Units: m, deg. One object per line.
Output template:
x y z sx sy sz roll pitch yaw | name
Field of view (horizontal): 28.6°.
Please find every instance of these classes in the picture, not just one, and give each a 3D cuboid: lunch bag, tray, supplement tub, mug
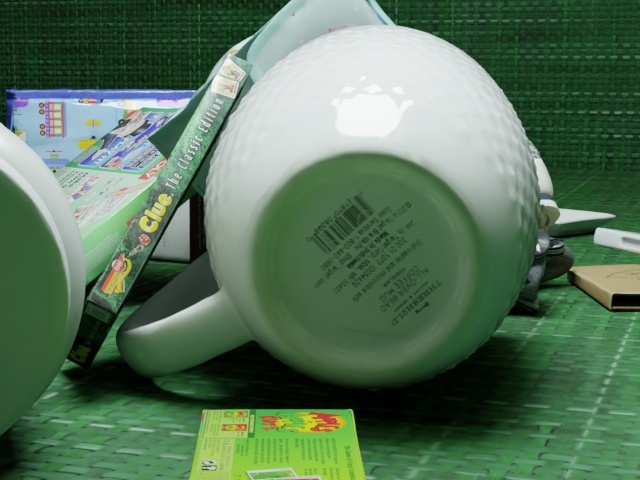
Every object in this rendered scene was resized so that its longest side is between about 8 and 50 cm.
-0.329 -0.109 1.831 0.293 0.221 0.138 -2 8 -22 | lunch bag
0.323 -0.035 2.019 0.145 0.030 0.270 -5 9 -40 | tray
-0.286 0.015 0.851 0.235 0.235 0.325 -2 8 -17 | supplement tub
0.000 0.000 1.021 0.374 0.276 0.328 -29 11 10 | mug
-0.001 -0.117 1.247 0.262 0.223 0.160 -37 10 33 | lunch bag

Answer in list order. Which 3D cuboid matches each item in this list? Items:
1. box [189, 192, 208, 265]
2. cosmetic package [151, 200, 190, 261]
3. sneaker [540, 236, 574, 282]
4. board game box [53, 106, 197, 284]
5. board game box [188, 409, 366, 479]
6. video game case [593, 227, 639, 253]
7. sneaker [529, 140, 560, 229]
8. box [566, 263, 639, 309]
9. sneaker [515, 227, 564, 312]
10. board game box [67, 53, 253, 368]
-0.032 -0.038 1.505 0.203 0.168 0.167 7 9 40 | box
-0.172 -0.055 1.696 0.183 0.151 0.151 5 8 26 | cosmetic package
0.221 0.037 1.427 0.166 0.065 0.076 -6 26 -20 | sneaker
-0.247 -0.043 1.393 0.317 0.046 0.213 -42 31 -27 | board game box
-0.023 0.135 0.677 0.092 0.043 0.181 1 8 -2 | board game box
0.485 0.017 1.527 0.227 0.026 0.206 7 4 -26 | video game case
0.208 -0.033 1.511 0.090 0.095 0.235 -4 -20 -26 | sneaker
0.379 0.051 1.409 0.164 0.021 0.201 0 8 -2 | box
0.145 0.025 1.285 0.153 0.101 0.268 24 35 30 | sneaker
-0.135 -0.025 1.049 0.030 0.260 0.136 30 -31 -8 | board game box
